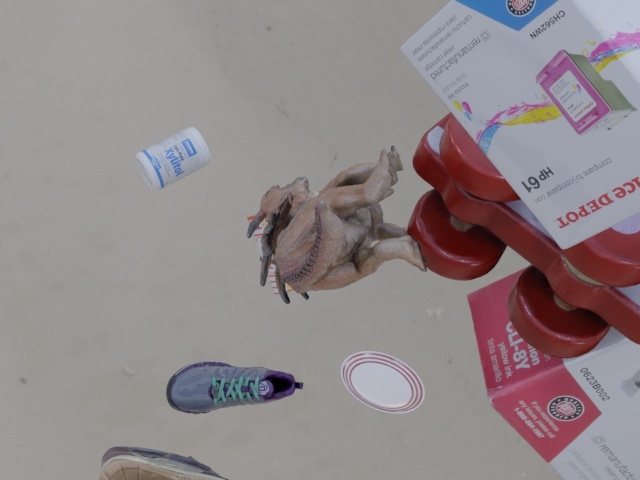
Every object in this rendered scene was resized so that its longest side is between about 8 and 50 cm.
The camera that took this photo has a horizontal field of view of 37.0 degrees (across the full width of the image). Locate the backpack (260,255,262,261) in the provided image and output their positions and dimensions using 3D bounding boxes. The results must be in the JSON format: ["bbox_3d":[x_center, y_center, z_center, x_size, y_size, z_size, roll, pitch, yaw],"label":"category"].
[{"bbox_3d":[-0.041,0.022,1.847,0.114,0.084,0.105,-56,31,-9],"label":"backpack"}]

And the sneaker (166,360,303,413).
[{"bbox_3d":[-0.136,0.231,1.536,0.223,0.098,0.083,0,83,-42],"label":"sneaker"}]

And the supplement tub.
[{"bbox_3d":[-0.240,-0.133,1.558,0.107,0.071,0.071,-30,63,-17],"label":"supplement tub"}]

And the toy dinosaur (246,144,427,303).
[{"bbox_3d":[0.000,0.000,0.950,0.200,0.296,0.127,-21,96,13],"label":"toy dinosaur"}]

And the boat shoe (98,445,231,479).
[{"bbox_3d":[-0.207,0.382,1.484,0.285,0.103,0.092,21,17,-21],"label":"boat shoe"}]

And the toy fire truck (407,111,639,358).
[{"bbox_3d":[0.246,-0.051,0.924,0.302,0.169,0.254,38,58,16],"label":"toy fire truck"}]

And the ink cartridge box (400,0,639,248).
[{"bbox_3d":[0.109,-0.068,0.414,0.122,0.088,0.052,49,53,-4],"label":"ink cartridge box"}]

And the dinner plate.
[{"bbox_3d":[0.098,0.230,1.530,0.141,0.017,0.141,13,34,-9],"label":"dinner plate"}]

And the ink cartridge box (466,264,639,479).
[{"bbox_3d":[0.401,0.110,1.046,0.384,0.279,0.160,-28,37,22],"label":"ink cartridge box"}]

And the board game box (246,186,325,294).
[{"bbox_3d":[-0.016,-0.007,1.689,0.193,0.045,0.147,-22,96,-27],"label":"board game box"}]
